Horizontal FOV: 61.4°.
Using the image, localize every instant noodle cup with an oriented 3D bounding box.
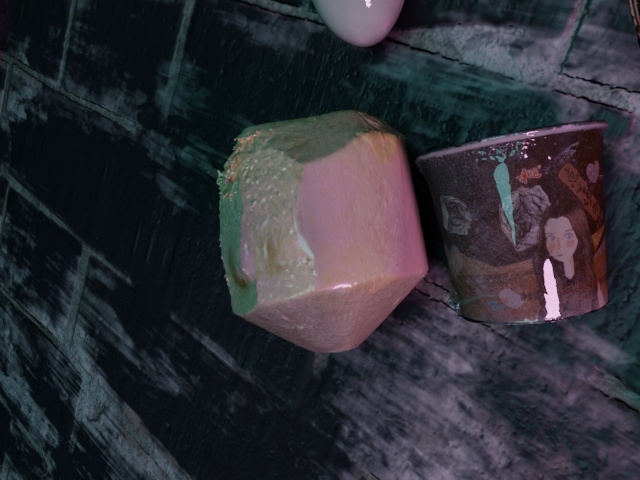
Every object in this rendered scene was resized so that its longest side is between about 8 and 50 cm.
[{"bbox_3d":[0.235,-0.020,0.641,0.217,0.217,0.207,-8,94,36],"label":"instant noodle cup"}]

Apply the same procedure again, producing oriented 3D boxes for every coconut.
[{"bbox_3d":[0.000,0.000,0.755,0.297,0.297,0.310,-13,80,36],"label":"coconut"}]

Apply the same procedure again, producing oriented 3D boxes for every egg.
[{"bbox_3d":[0.054,-0.388,0.785,0.151,0.151,0.209,-12,89,36],"label":"egg"}]

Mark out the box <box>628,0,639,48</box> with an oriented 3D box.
[{"bbox_3d":[0.484,-0.368,0.408,0.420,0.138,0.373,4,74,39],"label":"box"}]
